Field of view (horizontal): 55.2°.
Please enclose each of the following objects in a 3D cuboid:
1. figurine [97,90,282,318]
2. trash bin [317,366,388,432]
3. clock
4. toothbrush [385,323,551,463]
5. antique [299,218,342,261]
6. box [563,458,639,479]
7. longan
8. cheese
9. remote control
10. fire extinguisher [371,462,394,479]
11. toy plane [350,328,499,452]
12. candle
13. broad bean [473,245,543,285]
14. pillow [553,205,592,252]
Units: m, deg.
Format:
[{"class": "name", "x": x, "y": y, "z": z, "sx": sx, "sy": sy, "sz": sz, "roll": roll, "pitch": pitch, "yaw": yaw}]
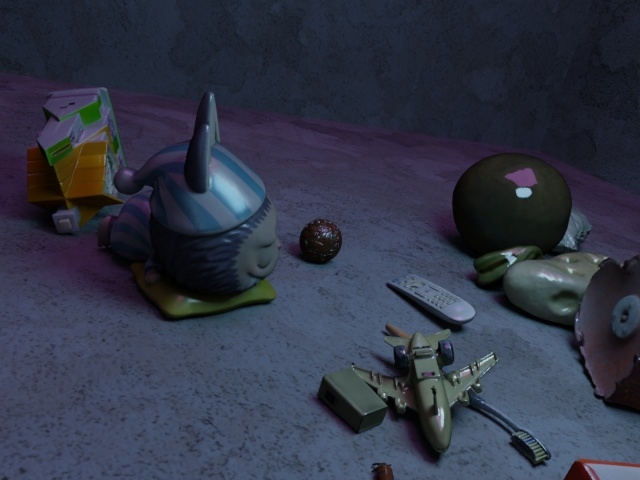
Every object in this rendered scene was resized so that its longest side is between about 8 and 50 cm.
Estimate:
[{"class": "figurine", "x": -0.225, "y": -0.093, "z": 1.118, "sx": 0.361, "sy": 0.378, "sz": 0.266, "roll": 26, "pitch": 25, "yaw": 27}, {"class": "trash bin", "x": 0.049, "y": 0.236, "z": 0.911, "sx": 0.060, "sy": 0.043, "sz": 0.092, "roll": -6, "pitch": 30, "yaw": -41}, {"class": "clock", "x": -0.521, "y": -0.161, "z": 1.325, "sx": 0.166, "sy": 0.235, "sz": 0.310, "roll": -6, "pitch": 35, "yaw": -3}, {"class": "toothbrush", "x": 0.229, "y": 0.240, "z": 1.028, "sx": 0.037, "sy": 0.028, "sz": 0.375, "roll": -10, "pitch": 31, "yaw": -32}, {"class": "antique", "x": 0.000, "y": 0.000, "z": 1.396, "sx": 0.104, "sy": 0.104, "sz": 0.104, "roll": 12, "pitch": 21, "yaw": -5}, {"class": "box", "x": 0.398, "y": 0.354, "z": 0.752, "sx": 0.182, "sy": 0.099, "sz": 0.133, "roll": 9, "pitch": 24, "yaw": -16}, {"class": "longan", "x": 0.508, "y": -0.089, "z": 1.655, "sx": 0.318, "sy": 0.319, "sz": 0.319, "roll": 12, "pitch": 21, "yaw": -5}, {"class": "cheese", "x": 0.600, "y": 0.099, "z": 1.463, "sx": 0.350, "sy": 0.130, "sz": 0.328, "roll": 17, "pitch": 24, "yaw": 5}, {"class": "remote control", "x": 0.235, "y": 0.126, "z": 1.302, "sx": 0.073, "sy": 0.044, "sz": 0.229, "roll": -19, "pitch": 27, "yaw": -28}, {"class": "fire extinguisher", "x": 0.081, "y": 0.310, "z": 0.776, "sx": 0.028, "sy": 0.023, "sz": 0.083, "roll": -17, "pitch": 21, "yaw": 5}, {"class": "toy plane", "x": 0.166, "y": 0.219, "z": 0.952, "sx": 0.241, "sy": 0.104, "sz": 0.256, "roll": -6, "pitch": 19, "yaw": 3}, {"class": "candle", "x": 0.596, "y": 0.167, "z": 1.122, "sx": 0.131, "sy": 0.287, "sz": 0.317, "roll": 19, "pitch": -17, "yaw": 0}, {"class": "broad bean", "x": 0.465, "y": 0.057, "z": 1.506, "sx": 0.206, "sy": 0.153, "sz": 0.072, "roll": -9, "pitch": 75, "yaw": -38}, {"class": "pillow", "x": 0.676, "y": -0.064, "z": 1.905, "sx": 0.309, "sy": 0.138, "sz": 0.283, "roll": 25, "pitch": 25, "yaw": 21}]
